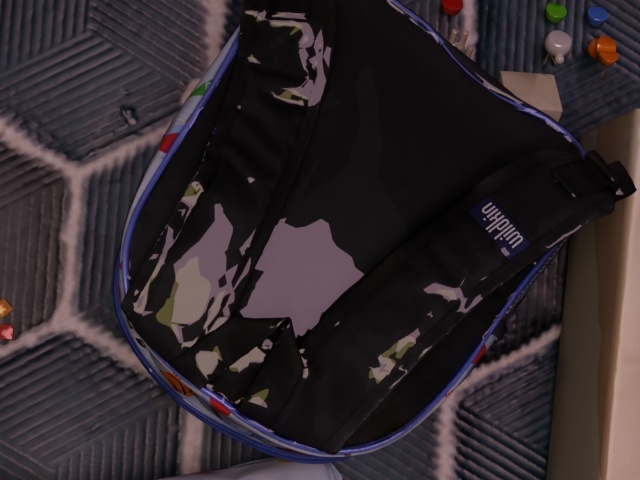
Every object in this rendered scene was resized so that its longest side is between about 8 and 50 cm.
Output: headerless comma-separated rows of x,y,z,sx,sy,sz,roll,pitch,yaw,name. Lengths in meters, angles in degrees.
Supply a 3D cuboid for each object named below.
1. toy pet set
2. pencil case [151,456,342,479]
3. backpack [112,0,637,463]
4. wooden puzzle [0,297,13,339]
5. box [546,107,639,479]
0.141,-0.105,1.033,0.122,0.065,0.114,3,50,-10,toy pet set
-0.117,0.202,0.936,0.273,0.113,0.124,-4,44,-7,pencil case
0.000,0.000,0.917,0.276,0.213,0.263,35,69,3,backpack
-0.245,0.050,0.983,0.083,0.006,0.049,-14,87,-8,wooden puzzle
0.240,0.081,0.987,0.148,0.121,0.311,6,84,-8,box
